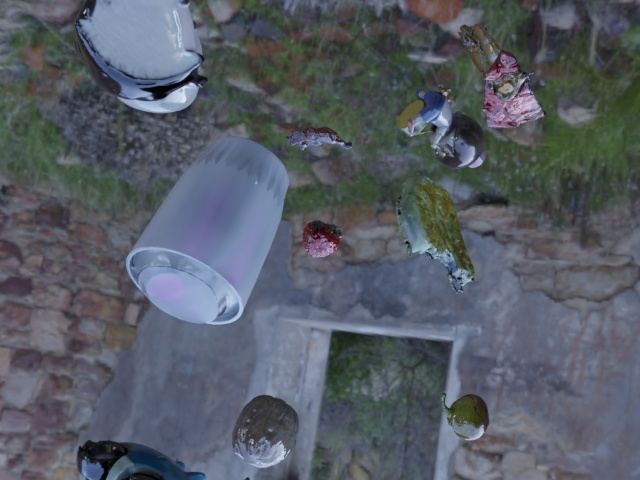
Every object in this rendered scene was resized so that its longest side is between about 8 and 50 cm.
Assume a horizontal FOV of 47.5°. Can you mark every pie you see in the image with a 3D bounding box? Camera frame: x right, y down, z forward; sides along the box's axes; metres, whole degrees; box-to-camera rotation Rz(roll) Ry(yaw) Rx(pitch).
[{"bbox_3d":[0.310,-0.033,1.960,0.078,0.296,0.371,-20,143,30],"label":"pie"}]

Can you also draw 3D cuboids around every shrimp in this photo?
[{"bbox_3d":[0.389,-0.478,1.773,0.063,0.287,0.152,-28,135,8],"label":"shrimp"}]

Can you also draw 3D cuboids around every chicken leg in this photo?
[{"bbox_3d":[-0.002,-0.324,2.302,0.219,0.048,0.089,-3,147,-13],"label":"chicken leg"}]

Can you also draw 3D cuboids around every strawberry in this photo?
[{"bbox_3d":[-0.001,0.000,1.788,0.106,0.106,0.106,9,169,2],"label":"strawberry"}]

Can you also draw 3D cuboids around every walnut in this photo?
[{"bbox_3d":[-0.167,0.582,2.207,0.224,0.224,0.224,9,169,2],"label":"walnut"}]

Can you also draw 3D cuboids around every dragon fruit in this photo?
[{"bbox_3d":[0.336,-0.264,1.225,0.092,0.122,0.192,21,172,26],"label":"dragon fruit"}]

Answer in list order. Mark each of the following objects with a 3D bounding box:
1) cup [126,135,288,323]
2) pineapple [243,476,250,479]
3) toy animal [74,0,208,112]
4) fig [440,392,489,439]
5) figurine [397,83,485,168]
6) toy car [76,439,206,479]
[{"bbox_3d":[-0.224,-0.027,1.540,0.253,0.371,0.253,15,145,10],"label":"cup"},{"bbox_3d":[-0.234,0.749,1.968,0.083,0.221,0.103,28,-164,13],"label":"pineapple"},{"bbox_3d":[-0.337,-0.370,1.388,0.251,0.251,0.310,12,176,-12],"label":"toy animal"},{"bbox_3d":[0.273,0.336,1.388,0.098,0.084,0.082,10,-173,-6],"label":"fig"},{"bbox_3d":[0.342,-0.282,1.948,0.275,0.161,0.158,39,148,-23],"label":"figurine"},{"bbox_3d":[-0.270,0.418,1.128,0.190,0.188,0.255,-1,-168,-42],"label":"toy car"}]
